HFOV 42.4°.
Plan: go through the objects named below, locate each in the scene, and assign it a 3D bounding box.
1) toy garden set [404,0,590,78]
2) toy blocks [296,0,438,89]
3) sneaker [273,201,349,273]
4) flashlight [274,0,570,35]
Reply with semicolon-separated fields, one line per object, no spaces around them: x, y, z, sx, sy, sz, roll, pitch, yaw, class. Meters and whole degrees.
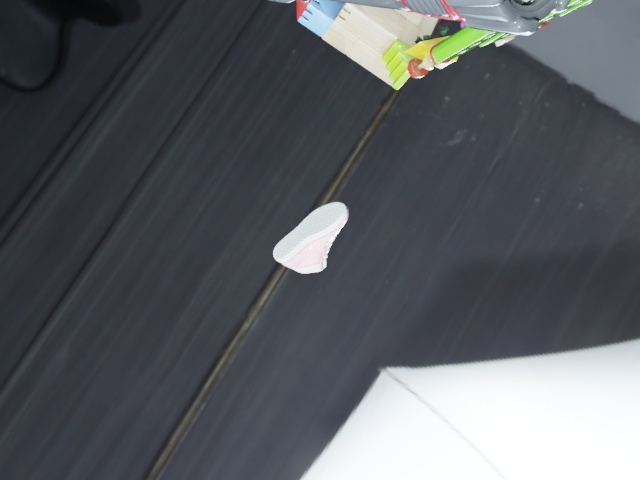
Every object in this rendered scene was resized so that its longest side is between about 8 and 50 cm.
0.231;-0.277;1.013;0.049;0.244;0.204;67;157;-3;toy garden set
0.085;-0.450;1.388;0.261;0.381;0.191;32;148;-10;toy blocks
0.000;0.000;1.236;0.070;0.134;0.051;40;-160;-39;sneaker
0.050;-0.229;0.642;0.103;0.103;0.304;-12;-154;-36;flashlight
